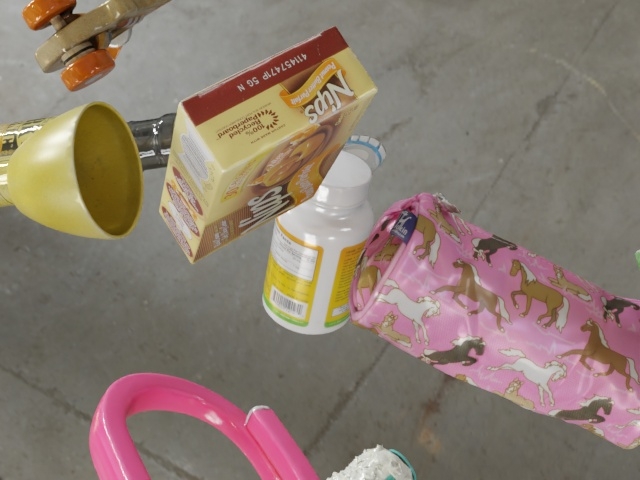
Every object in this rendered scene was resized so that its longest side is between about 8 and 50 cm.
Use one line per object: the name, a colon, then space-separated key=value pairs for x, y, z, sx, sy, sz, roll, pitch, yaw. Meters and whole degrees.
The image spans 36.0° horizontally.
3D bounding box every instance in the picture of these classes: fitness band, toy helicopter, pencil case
fitness band: x=-0.105 y=0.229 z=0.954 sx=0.291 sy=0.209 sz=0.054 roll=48 pitch=120 yaw=44
toy helicopter: x=-0.296 y=-0.369 z=1.586 sx=0.355 sy=0.235 sz=0.140 roll=-33 pitch=96 yaw=-8
pencil case: x=0.227 y=0.090 z=1.113 sx=0.386 sy=0.167 sz=0.160 roll=26 pitch=33 yaw=-7

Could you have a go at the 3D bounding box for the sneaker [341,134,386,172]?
sneaker: x=0.004 y=-0.128 z=1.581 sx=0.190 sy=0.071 sz=0.083 roll=4 pitch=47 yaw=24

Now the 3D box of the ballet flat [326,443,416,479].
ballet flat: x=0.023 y=0.470 z=1.651 sx=0.147 sy=0.409 sz=0.147 roll=12 pitch=51 yaw=-15

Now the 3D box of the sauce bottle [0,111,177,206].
sauce bottle: x=-0.332 y=-0.110 z=1.291 sx=0.344 sy=0.111 sz=0.111 roll=-7 pitch=53 yaw=15

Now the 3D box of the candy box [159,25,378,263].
candy box: x=-0.070 y=-0.091 z=1.074 sx=0.183 sy=0.316 sz=0.087 roll=-29 pitch=82 yaw=-20

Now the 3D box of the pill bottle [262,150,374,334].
pill bottle: x=0.000 y=0.000 z=1.391 sx=0.136 sy=0.246 sz=0.136 roll=8 pitch=35 yaw=-6

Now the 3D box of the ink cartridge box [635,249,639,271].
ink cartridge box: x=0.422 y=0.094 z=0.956 sx=0.160 sy=0.092 sz=0.219 roll=-12 pitch=82 yaw=-8

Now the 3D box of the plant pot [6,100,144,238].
plant pot: x=-0.247 y=-0.062 z=0.965 sx=0.095 sy=0.134 sz=0.134 roll=-8 pitch=52 yaw=17
